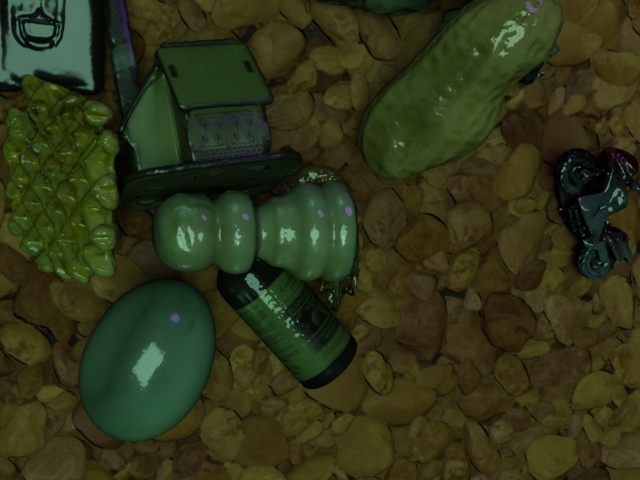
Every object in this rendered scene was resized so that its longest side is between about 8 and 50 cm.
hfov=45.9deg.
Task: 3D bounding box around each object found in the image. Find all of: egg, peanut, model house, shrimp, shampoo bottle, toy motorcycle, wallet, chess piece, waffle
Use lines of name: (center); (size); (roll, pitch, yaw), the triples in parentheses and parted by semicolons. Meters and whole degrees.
egg: (-0.230, 0.159, 1.016); (0.168, 0.168, 0.230); (25, 96, -11)
peanut: (0.181, -0.198, 0.981); (0.148, 0.147, 0.319); (39, 116, -13)
model house: (-0.164, -0.195, 0.957); (0.219, 0.205, 0.278); (-8, 85, -22)
shrimp: (-0.001, 0.000, 1.072); (0.115, 0.051, 0.217); (-10, 104, 2)
shampoo bottle: (-0.071, 0.078, 1.053); (0.101, 0.101, 0.284); (-40, 103, 3)
toy motorcycle: (0.409, -0.047, 1.099); (0.123, 0.082, 0.213); (-23, 115, -2)
wallet: (-0.367, -0.303, 0.967); (0.182, 0.049, 0.229); (1, 103, -10)
chess piece: (-0.087, -0.011, 0.944); (0.243, 0.133, 0.133); (-1, 102, -19)
waffle: (-0.326, -0.072, 0.939); (0.056, 0.261, 0.249); (-16, 119, -47)

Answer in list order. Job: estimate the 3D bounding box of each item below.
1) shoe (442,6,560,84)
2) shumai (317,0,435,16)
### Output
shoe: (0.236, -0.256, 1.039); (0.169, 0.071, 0.099); (19, 105, -11)
shumai: (0.078, -0.417, 0.881); (0.309, 0.263, 0.304); (-32, 104, -1)
